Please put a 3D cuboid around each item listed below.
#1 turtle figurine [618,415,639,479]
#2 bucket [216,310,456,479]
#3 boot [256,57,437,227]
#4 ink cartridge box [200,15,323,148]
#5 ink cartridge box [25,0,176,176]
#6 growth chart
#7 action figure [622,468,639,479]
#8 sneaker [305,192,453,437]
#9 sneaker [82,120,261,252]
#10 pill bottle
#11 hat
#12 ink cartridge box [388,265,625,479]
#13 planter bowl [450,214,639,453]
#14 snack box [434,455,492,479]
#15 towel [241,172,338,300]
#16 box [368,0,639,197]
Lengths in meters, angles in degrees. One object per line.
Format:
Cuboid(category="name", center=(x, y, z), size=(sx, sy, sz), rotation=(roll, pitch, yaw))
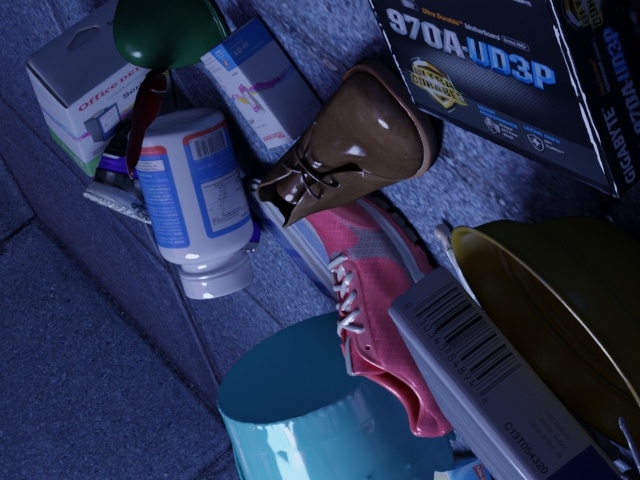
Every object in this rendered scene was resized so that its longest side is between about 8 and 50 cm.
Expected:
Cuboid(category="turtle figurine", center=(0.277, 0.127, 0.855), size=(0.118, 0.175, 0.234), rotation=(22, 162, 26))
Cuboid(category="bucket", center=(0.013, 0.227, 1.625), size=(0.281, 0.281, 0.183), rotation=(23, 140, 60))
Cuboid(category="boot", center=(0.018, -0.072, 1.177), size=(0.112, 0.115, 0.305), rotation=(53, 164, 2))
Cuboid(category="ink cartridge box", center=(-0.058, -0.157, 1.308), size=(0.122, 0.052, 0.088), rotation=(52, 165, -10))
Cuboid(category="ink cartridge box", center=(-0.277, -0.195, 1.652), size=(0.093, 0.154, 0.212), rotation=(46, 164, 15))
Cuboid(category="growth chart", center=(0.185, 0.095, 1.178), size=(0.172, 0.021, 0.237), rotation=(57, 177, -31))
Cuboid(category="action figure", center=(0.294, 0.277, 1.248), size=(0.285, 0.099, 0.185), rotation=(20, 132, 54))
Cuboid(category="sneaker", center=(0.063, 0.072, 1.347), size=(0.314, 0.136, 0.116), rotation=(50, 164, 2))
Cuboid(category="sneaker", center=(-0.171, -0.078, 1.725), size=(0.102, 0.146, 0.293), rotation=(15, 175, 42))
Cuboid(category="pill bottle", center=(-0.154, -0.045, 1.603), size=(0.124, 0.124, 0.221), rotation=(22, 128, 61))
Cuboid(category="hat", center=(-0.211, -0.203, 1.385), size=(0.173, 0.183, 0.208), rotation=(58, 163, -25))
Cuboid(category="ink cartridge box", center=(0.202, 0.206, 1.109), size=(0.324, 0.071, 0.330), rotation=(50, 177, 25))
Cuboid(category="planter bowl", center=(0.201, 0.048, 0.960), size=(0.217, 0.090, 0.217), rotation=(50, 172, 10))
Cuboid(category="snack box", center=(0.189, 0.401, 1.823), size=(0.322, 0.060, 0.187), rotation=(141, 108, -75))
Cuboid(category="towel", center=(0.000, 0.000, 1.561), size=(0.209, 0.034, 0.285), rotation=(51, 167, -13))
Cuboid(category="box", center=(0.115, -0.138, 0.852), size=(0.220, 0.051, 0.175), rotation=(34, 158, 49))
